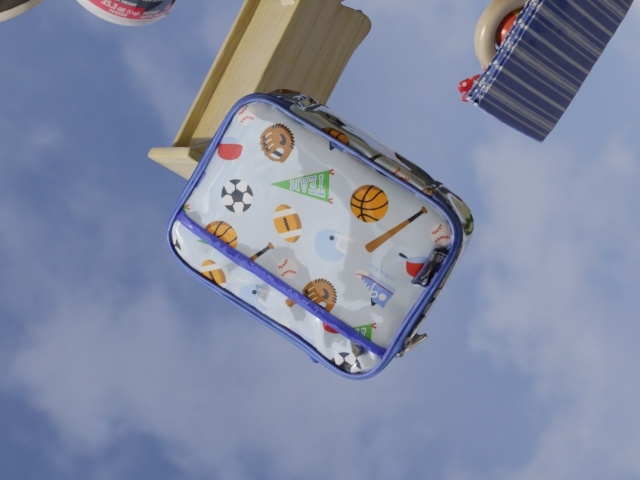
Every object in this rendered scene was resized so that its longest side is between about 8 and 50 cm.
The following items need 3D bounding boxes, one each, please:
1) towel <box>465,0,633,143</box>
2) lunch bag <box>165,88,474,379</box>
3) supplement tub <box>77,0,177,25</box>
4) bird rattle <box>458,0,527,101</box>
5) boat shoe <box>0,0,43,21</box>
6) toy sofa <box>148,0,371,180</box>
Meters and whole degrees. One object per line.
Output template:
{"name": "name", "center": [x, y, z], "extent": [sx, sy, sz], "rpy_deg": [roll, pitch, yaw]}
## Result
{"name": "towel", "center": [0.382, -0.331, 1.946], "extent": [0.243, 0.336, 0.040], "rpy_deg": [18, -163, -50]}
{"name": "lunch bag", "center": [0.000, 0.000, 1.293], "extent": [0.303, 0.243, 0.115], "rpy_deg": [35, -164, 8]}
{"name": "supplement tub", "center": [-0.238, -0.443, 1.681], "extent": [0.191, 0.272, 0.191], "rpy_deg": [15, -123, -25]}
{"name": "bird rattle", "center": [0.348, -0.358, 2.208], "extent": [0.207, 0.254, 0.143], "rpy_deg": [63, 177, -37]}
{"name": "boat shoe", "center": [-0.571, -0.329, 1.774], "extent": [0.095, 0.335, 0.112], "rpy_deg": [67, 170, -25]}
{"name": "toy sofa", "center": [-0.089, -0.233, 1.833], "extent": [0.177, 0.150, 0.362], "rpy_deg": [31, -102, -30]}
